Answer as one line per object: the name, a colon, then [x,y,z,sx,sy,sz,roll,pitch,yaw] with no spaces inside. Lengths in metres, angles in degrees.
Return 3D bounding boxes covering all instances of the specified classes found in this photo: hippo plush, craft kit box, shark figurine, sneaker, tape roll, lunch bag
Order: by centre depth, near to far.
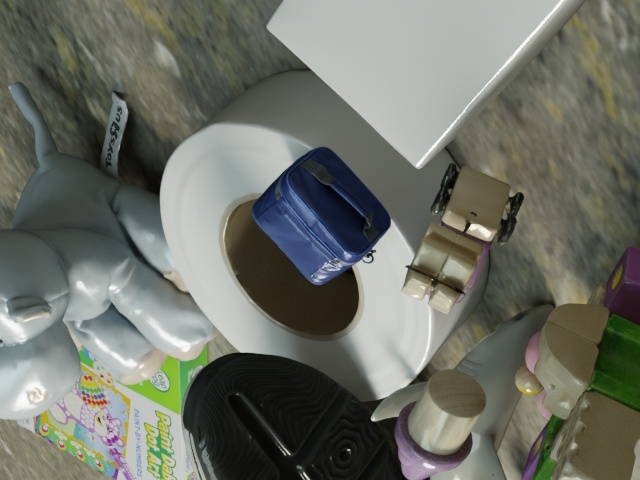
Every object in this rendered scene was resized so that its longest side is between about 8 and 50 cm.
lunch bag: [0.005,-0.018,1.291,0.098,0.067,0.065,46,139,-1]
shark figurine: [0.142,0.205,1.416,0.116,0.166,0.278,45,148,50]
tape roll: [0.000,0.000,1.442,0.286,0.100,0.286,23,135,25]
hippo plush: [-0.225,0.040,1.531,0.234,0.236,0.294,8,116,19]
sneaker: [-0.039,0.242,1.544,0.257,0.169,0.447,15,152,47]
craft kit box: [-0.231,0.153,1.808,0.247,0.061,0.250,22,135,22]

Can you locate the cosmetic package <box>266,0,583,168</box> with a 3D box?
cosmetic package: [0.137,-0.233,1.054,0.155,0.197,0.365,43,142,3]

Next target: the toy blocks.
toy blocks: [0.165,0.165,1.249,0.309,0.288,0.260,24,132,1]
